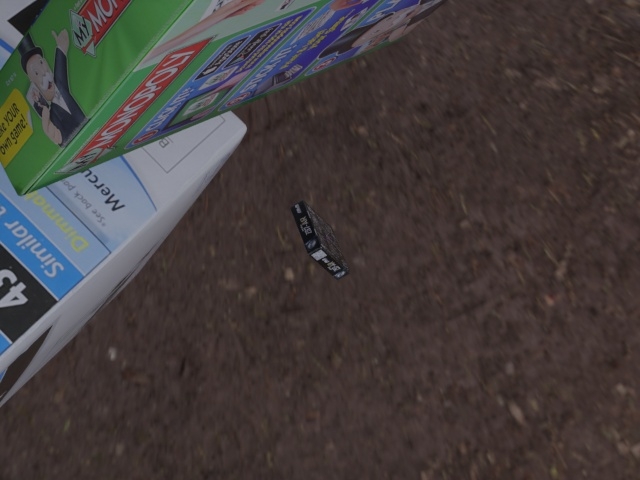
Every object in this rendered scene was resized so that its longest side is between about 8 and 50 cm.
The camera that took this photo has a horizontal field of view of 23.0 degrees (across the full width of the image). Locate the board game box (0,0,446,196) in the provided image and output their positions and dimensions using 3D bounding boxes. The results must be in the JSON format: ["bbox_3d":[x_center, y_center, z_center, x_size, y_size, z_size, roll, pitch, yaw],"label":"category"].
[{"bbox_3d":[0.019,-0.122,0.560,0.214,0.317,0.046,-25,85,-32],"label":"board game box"}]

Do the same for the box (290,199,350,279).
[{"bbox_3d":[0.000,0.000,1.772,0.018,0.067,0.083,-29,150,12],"label":"box"}]

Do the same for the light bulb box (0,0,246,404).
[{"bbox_3d":[-0.311,-0.039,0.986,0.358,0.361,0.225,42,139,0],"label":"light bulb box"}]
